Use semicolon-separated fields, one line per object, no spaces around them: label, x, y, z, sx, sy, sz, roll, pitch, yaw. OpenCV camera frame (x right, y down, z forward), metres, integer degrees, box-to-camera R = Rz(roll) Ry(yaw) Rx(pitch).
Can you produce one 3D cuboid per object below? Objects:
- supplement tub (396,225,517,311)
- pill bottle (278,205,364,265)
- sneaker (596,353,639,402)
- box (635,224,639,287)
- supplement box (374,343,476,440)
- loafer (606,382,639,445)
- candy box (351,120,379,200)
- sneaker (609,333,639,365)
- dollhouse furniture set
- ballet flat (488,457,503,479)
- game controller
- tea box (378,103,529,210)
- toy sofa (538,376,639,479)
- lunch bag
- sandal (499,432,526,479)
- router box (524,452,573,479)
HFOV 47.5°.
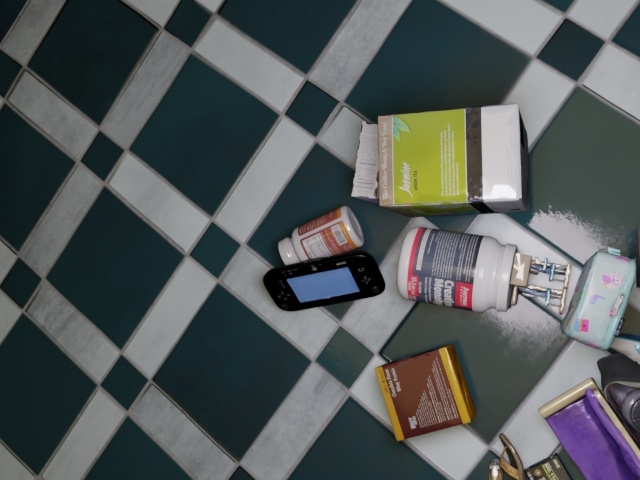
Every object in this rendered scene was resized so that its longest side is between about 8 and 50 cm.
supplement tub;0.341;0.074;1.817;0.272;0.191;0.191;9;89;19
pill bottle;0.000;0.000;1.974;0.216;0.121;0.121;-24;79;16
sneaker;0.751;0.319;1.659;0.221;0.118;0.083;9;125;0
box;0.755;0.038;1.682;0.038;0.186;0.145;-1;87;19
supplement box;0.268;0.384;1.854;0.194;0.129;0.191;-20;81;16
loafer;0.737;0.412;1.611;0.109;0.095;0.302;-45;116;-2
candy box;0.150;-0.199;1.912;0.070;0.165;0.196;8;90;21
sneaker;0.780;0.287;1.712;0.228;0.087;0.092;22;101;22
dollhouse furniture set;0.530;0.107;1.754;0.129;0.183;0.129;9;90;19
ballet flat;0.441;0.609;1.829;0.041;0.041;0.114;-4;86;18
game controller;0.009;0.111;1.952;0.319;0.166;0.067;-13;50;17
tea box;0.331;-0.180;1.764;0.323;0.329;0.220;-1;87;20
toy sofa;0.670;0.511;1.686;0.150;0.177;0.363;-35;77;15
lunch bag;0.640;0.131;1.666;0.107;0.279;0.224;22;91;15
sandal;0.473;0.569;1.801;0.049;0.072;0.180;-16;86;-5
router box;0.572;0.599;1.786;0.092;0.038;0.122;-33;77;13
